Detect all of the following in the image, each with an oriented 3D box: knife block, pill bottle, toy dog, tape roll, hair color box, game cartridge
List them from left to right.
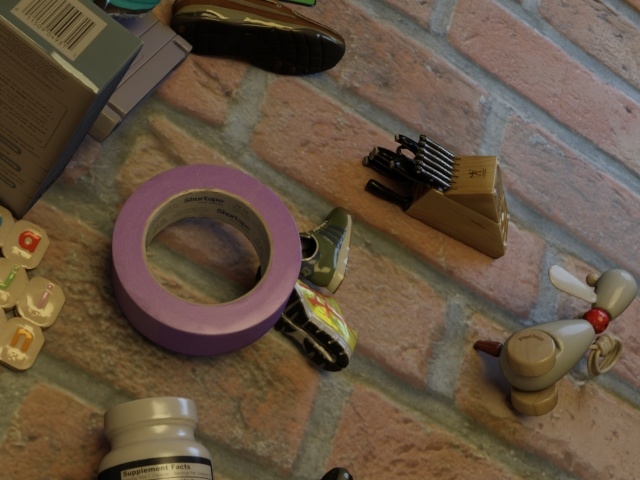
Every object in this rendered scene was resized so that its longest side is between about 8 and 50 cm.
[{"bbox_3d":[-0.394,-0.191,1.405,0.185,0.374,0.113,39,53,-9],"label":"hair color box"},{"bbox_3d":[-0.350,-0.297,1.630,0.230,0.068,0.355,36,30,-6],"label":"game cartridge"},{"bbox_3d":[-0.209,0.346,1.382,0.153,0.153,0.265,6,62,-30],"label":"pill bottle"},{"bbox_3d":[-0.170,0.027,1.569,0.274,0.090,0.275,6,63,-11],"label":"tape roll"},{"bbox_3d":[0.209,-0.079,1.937,0.276,0.242,0.088,66,31,-51],"label":"knife block"},{"bbox_3d":[0.404,0.157,1.880,0.161,0.220,0.333,30,35,34],"label":"toy dog"}]

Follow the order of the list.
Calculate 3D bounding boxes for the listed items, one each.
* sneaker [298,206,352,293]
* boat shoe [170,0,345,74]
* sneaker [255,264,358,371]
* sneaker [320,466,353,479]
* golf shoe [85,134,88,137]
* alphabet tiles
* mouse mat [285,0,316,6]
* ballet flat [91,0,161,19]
[{"bbox_3d":[0.000,0.000,1.741,0.086,0.064,0.192,23,39,-13],"label":"sneaker"},{"bbox_3d":[-0.106,-0.383,1.862,0.324,0.122,0.120,9,58,-30],"label":"boat shoe"},{"bbox_3d":[-0.020,0.110,1.688,0.208,0.081,0.094,50,36,-2],"label":"sneaker"},{"bbox_3d":[0.027,0.447,1.526,0.130,0.087,0.227,27,57,-20],"label":"sneaker"},{"bbox_3d":[-0.413,-0.219,1.598,0.176,0.086,0.069,37,50,-13],"label":"golf shoe"},{"bbox_3d":[-0.495,0.061,1.437,0.284,0.021,0.278,30,53,-16],"label":"alphabet tiles"},{"bbox_3d":[-0.100,-0.517,2.009,0.189,0.007,0.153,3,64,-30],"label":"mouse mat"},{"bbox_3d":[-0.355,-0.378,1.510,0.147,0.147,0.409,55,15,4],"label":"ballet flat"}]
